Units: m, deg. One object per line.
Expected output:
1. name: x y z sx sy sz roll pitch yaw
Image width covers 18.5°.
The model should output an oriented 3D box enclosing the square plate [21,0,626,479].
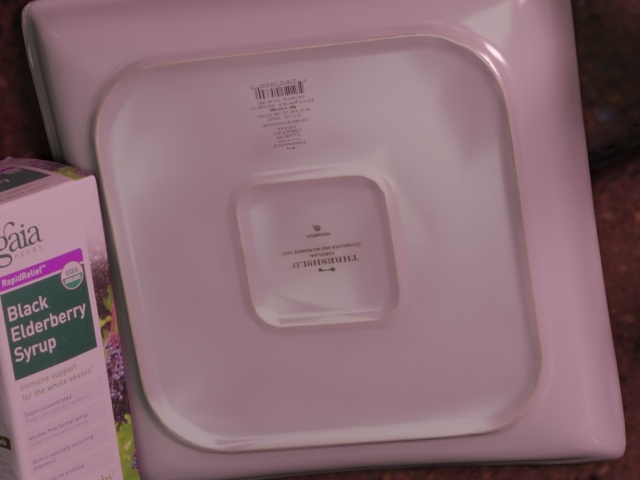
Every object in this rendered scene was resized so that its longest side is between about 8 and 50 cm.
1. square plate: 0.000 0.000 1.239 0.347 0.049 0.344 -5 108 13

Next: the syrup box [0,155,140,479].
1. syrup box: -0.192 0.073 1.261 0.096 0.093 0.236 12 116 43
